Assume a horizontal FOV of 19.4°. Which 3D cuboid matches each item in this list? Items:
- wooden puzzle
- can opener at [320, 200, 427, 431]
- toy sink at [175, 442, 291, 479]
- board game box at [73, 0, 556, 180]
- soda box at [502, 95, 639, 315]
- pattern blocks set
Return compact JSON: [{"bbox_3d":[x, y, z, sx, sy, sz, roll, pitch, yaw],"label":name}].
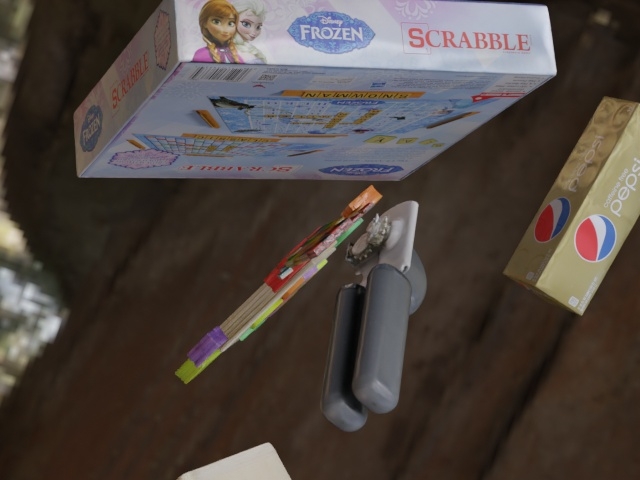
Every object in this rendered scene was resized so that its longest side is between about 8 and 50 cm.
[{"bbox_3d":[0.000,0.000,1.277,0.083,0.006,0.049,-42,-170,-33],"label":"wooden puzzle"},{"bbox_3d":[0.059,0.065,1.681,0.074,0.093,0.280,-36,-158,30],"label":"can opener"},{"bbox_3d":[-0.071,0.354,1.942,0.234,0.131,0.153,60,-39,17],"label":"toy sink"},{"bbox_3d":[-0.016,-0.123,1.578,0.318,0.318,0.066,147,-59,-64],"label":"board game box"},{"bbox_3d":[0.234,-0.031,1.608,0.181,0.058,0.061,-60,-155,-3],"label":"soda box"},{"bbox_3d":[-0.042,0.050,1.940,0.285,0.026,0.325,-44,178,25],"label":"pattern blocks set"}]
